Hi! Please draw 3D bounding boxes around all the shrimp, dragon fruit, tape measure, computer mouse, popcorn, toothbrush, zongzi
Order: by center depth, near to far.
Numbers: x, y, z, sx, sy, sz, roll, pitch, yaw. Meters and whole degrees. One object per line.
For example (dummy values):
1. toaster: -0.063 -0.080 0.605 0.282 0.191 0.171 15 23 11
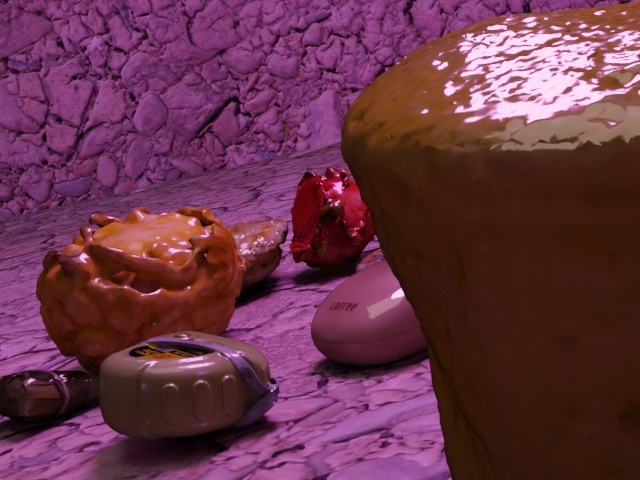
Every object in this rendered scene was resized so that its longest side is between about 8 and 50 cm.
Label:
1. tape measure: -0.128 0.135 1.080 0.154 0.087 0.177 -6 5 -39
2. computer mouse: 0.097 0.059 1.222 0.236 0.082 0.145 -22 12 -35
3. zongzi: -0.291 0.163 1.266 0.119 0.055 0.109 -7 2 -40
4. popcorn: -0.208 0.054 1.364 0.250 0.190 0.250 -11 3 1
5. toothbrush: -0.296 0.134 1.514 0.024 0.018 0.257 -14 9 38
6. shrimp: 0.118 0.021 1.560 0.091 0.034 0.161 11 31 41
7. dragon fruit: 0.032 -0.042 1.644 0.207 0.150 0.133 -36 14 -35

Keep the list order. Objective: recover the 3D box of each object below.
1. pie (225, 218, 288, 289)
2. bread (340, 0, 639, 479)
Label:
1. pie: -0.136 0.028 1.662 0.201 0.090 0.248 -19 10 -8
2. bread: 0.193 0.017 0.679 0.348 0.308 0.348 -7 13 2
